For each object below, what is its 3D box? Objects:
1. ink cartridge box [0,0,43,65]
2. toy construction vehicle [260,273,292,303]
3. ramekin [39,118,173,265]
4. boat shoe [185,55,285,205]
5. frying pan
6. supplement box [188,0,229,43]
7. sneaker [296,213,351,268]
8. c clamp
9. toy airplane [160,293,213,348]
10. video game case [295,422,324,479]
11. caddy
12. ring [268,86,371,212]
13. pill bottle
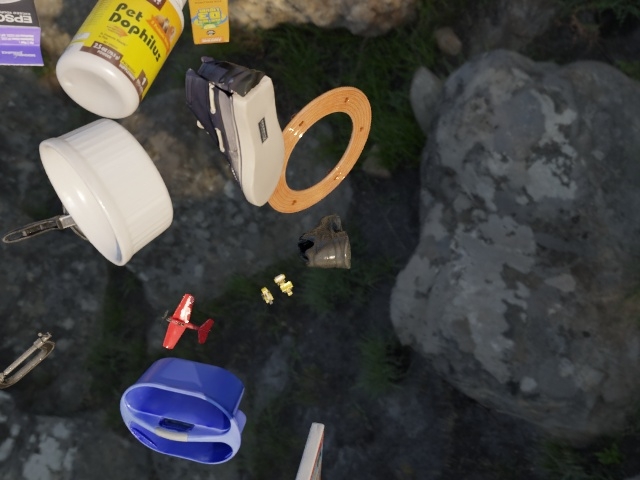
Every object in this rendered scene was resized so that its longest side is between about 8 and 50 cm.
[{"bbox_3d":[-0.612,-0.396,1.360,0.208,0.206,0.045,67,148,29],"label":"ink cartridge box"},{"bbox_3d":[-0.114,0.135,2.041,0.085,0.098,0.035,-28,62,-9],"label":"toy construction vehicle"},{"bbox_3d":[-0.410,-0.101,1.492,0.135,0.277,0.277,-35,30,-24],"label":"ramekin"},{"bbox_3d":[-0.172,-0.222,1.544,0.158,0.341,0.127,26,55,21],"label":"boat shoe"},{"bbox_3d":[-0.545,-0.080,1.727,0.053,0.326,0.197,-135,49,-64],"label":"frying pan"},{"bbox_3d":[-0.215,-0.473,1.460,0.233,0.078,0.080,102,160,-71],"label":"supplement box"},{"bbox_3d":[0.000,0.000,1.993,0.286,0.130,0.109,-115,19,-76],"label":"sneaker"},{"bbox_3d":[-0.602,0.242,1.555,0.160,0.137,0.022,-44,81,-4],"label":"c clamp"},{"bbox_3d":[-0.339,0.218,1.959,0.151,0.151,0.028,-59,34,-2],"label":"toy airplane"},{"bbox_3d":[-0.030,0.498,1.359,0.204,0.025,0.285,-68,-16,-59],"label":"video game case"},{"bbox_3d":[-0.354,0.457,2.006,0.341,0.241,0.179,9,30,15],"label":"caddy"},{"bbox_3d":[-0.009,-0.210,1.780,0.032,0.336,0.337,41,98,26],"label":"ring"},{"bbox_3d":[-0.266,-0.283,1.063,0.117,0.117,0.215,-11,48,44],"label":"pill bottle"}]
